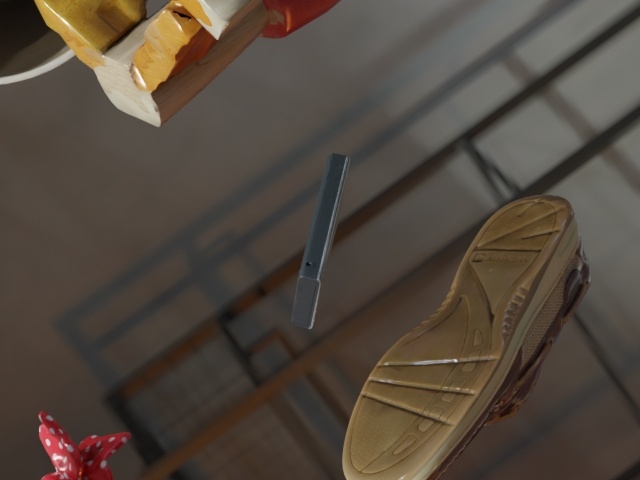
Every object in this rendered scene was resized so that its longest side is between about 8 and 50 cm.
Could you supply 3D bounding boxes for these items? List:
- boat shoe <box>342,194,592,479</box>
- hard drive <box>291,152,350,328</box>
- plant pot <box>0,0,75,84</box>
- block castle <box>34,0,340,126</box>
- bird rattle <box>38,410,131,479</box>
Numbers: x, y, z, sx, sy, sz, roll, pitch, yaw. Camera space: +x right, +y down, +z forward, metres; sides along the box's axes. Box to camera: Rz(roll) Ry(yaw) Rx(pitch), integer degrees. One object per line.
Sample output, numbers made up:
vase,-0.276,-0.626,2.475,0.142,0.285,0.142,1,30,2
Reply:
boat shoe,0.145,0.115,1.669,0.123,0.342,0.123,3,137,40
hard drive,0.000,0.000,1.726,0.094,0.022,0.135,99,-177,-60
plant pot,-0.292,-0.273,1.656,0.256,0.256,0.274,54,179,-11
block castle,-0.064,-0.280,0.971,0.303,0.213,0.453,46,156,-1
bird rattle,-0.295,0.329,2.109,0.143,0.207,0.253,1,-123,-43
